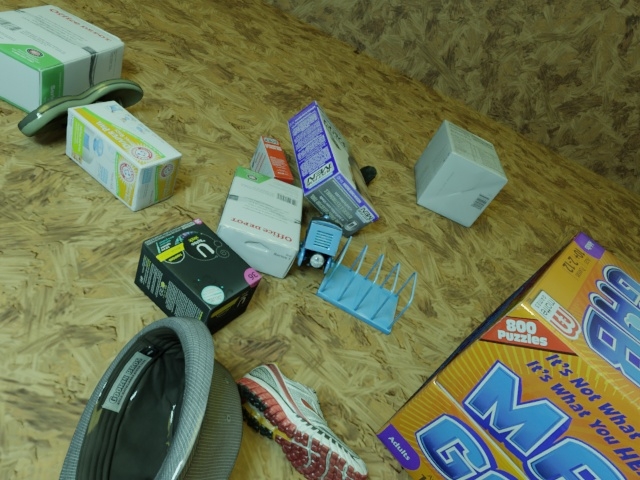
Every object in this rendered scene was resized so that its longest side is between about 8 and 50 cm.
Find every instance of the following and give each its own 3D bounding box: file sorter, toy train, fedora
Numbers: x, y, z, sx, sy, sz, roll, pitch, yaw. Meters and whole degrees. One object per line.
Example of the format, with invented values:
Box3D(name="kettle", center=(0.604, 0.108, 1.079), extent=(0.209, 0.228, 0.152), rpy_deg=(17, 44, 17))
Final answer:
Box3D(name="file sorter", center=(0.100, 0.086, 0.893), extent=(0.170, 0.104, 0.118), rpy_deg=(29, 36, 0))
Box3D(name="toy train", center=(0.000, 0.000, 0.889), extent=(0.080, 0.105, 0.184), rpy_deg=(18, 11, -3))
Box3D(name="fedora", center=(-0.175, 0.225, 0.491), extent=(0.124, 0.243, 0.275), rpy_deg=(42, 13, -34))

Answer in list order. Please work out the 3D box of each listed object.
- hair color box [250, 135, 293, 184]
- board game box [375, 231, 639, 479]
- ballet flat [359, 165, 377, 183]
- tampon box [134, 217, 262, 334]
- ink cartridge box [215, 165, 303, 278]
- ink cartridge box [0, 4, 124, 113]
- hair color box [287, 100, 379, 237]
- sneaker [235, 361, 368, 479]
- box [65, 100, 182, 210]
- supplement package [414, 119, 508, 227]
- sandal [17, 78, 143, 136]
Box3D(name="hair color box", center=(-0.123, -0.170, 1.055), extent=(0.053, 0.093, 0.167), rpy_deg=(6, 43, -29))
Box3D(name="board game box", center=(0.384, 0.266, 0.659), extent=(0.356, 0.356, 0.356), rpy_deg=(45, 39, 20))
Box3D(name="ballet flat", center=(0.108, -0.178, 1.271), extent=(0.173, 0.049, 0.058), rpy_deg=(-30, 93, -44))
Box3D(name="tampon box", center=(-0.205, 0.065, 0.717), extent=(0.161, 0.101, 0.120), rpy_deg=(40, 39, 13))
Box3D(name="ink cartridge box", center=(-0.127, -0.043, 0.902), extent=(0.160, 0.093, 0.219), rpy_deg=(19, 38, -14))
Box3D(name="ink cartridge box", center=(-0.633, -0.424, 0.991), extent=(0.211, 0.122, 0.289), rpy_deg=(28, 37, -2))
Box3D(name="hair color box", center=(0.025, -0.191, 1.106), extent=(0.185, 0.110, 0.339), rpy_deg=(42, 25, -41))
Box3D(name="sneaker", center=(-0.020, 0.261, 0.623), extent=(0.225, 0.088, 0.092), rpy_deg=(39, 37, 13))
Box3D(name="box", center=(-0.395, -0.172, 0.861), extent=(0.203, 0.114, 0.103), rpy_deg=(38, 38, 10))
Box3D(name="supplement package", center=(0.445, -0.223, 1.401), extent=(0.198, 0.199, 0.263), rpy_deg=(24, 37, -8))
Box3D(name="sandal", center=(-0.499, -0.268, 0.930), extent=(0.086, 0.120, 0.303), rpy_deg=(53, 36, -15))
